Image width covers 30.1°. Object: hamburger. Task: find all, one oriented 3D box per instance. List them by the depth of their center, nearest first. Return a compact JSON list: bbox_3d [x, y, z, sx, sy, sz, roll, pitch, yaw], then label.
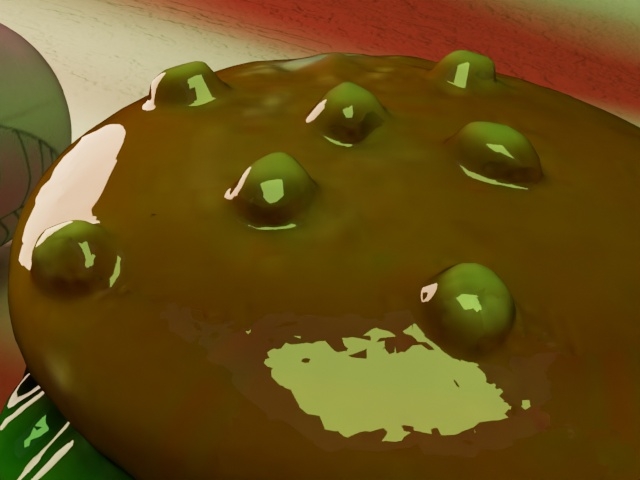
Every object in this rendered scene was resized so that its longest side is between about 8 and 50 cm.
[{"bbox_3d":[0.041,0.058,0.601,0.396,0.277,0.395,4,30,-2],"label":"hamburger"}]

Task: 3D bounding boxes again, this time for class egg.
[{"bbox_3d":[-0.306,-0.062,0.853,0.196,0.196,0.271,20,33,26],"label":"egg"}]
